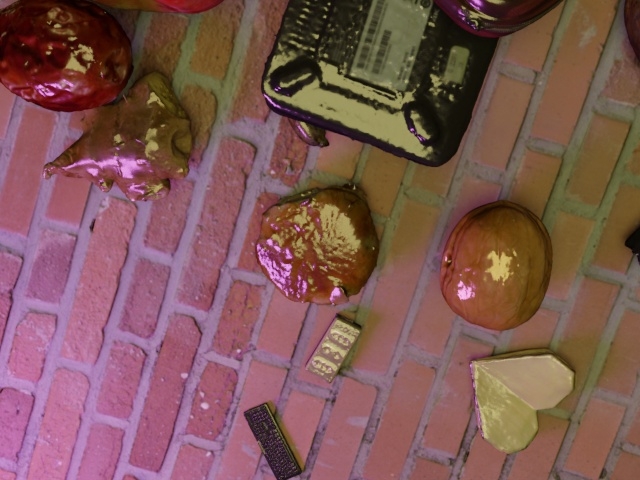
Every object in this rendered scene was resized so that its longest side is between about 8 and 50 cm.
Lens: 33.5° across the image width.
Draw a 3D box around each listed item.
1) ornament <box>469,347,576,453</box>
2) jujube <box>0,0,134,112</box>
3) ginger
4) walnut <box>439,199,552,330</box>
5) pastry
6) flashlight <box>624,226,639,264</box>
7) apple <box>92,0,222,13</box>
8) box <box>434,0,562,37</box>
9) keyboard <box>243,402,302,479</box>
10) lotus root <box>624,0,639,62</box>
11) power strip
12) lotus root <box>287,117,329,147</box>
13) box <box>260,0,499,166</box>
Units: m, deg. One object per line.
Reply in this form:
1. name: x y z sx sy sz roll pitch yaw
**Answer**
1. ornament: 0.342 0.267 1.913 0.180 0.059 0.201 38 99 -3
2. jujube: -0.437 -0.309 1.760 0.290 0.197 0.197 14 105 34
3. ginger: -0.347 -0.158 1.843 0.270 0.123 0.218 -26 90 18
4. walnut: 0.297 0.039 1.794 0.195 0.195 0.221 7 107 3
5. pastry: 0.000 0.000 1.858 0.218 0.100 0.229 37 107 0
6. flashlight: 0.691 -0.110 1.784 0.103 0.103 0.424 41 102 -4
7. apple: -0.269 -0.525 1.644 0.364 0.364 0.363 1 102 4
8. box: 0.216 -0.495 1.656 0.263 0.108 0.404 -37 78 -24
9. keyboard: -0.090 0.379 1.989 0.053 0.010 0.155 -25 99 10
10. lotus root: 0.596 -0.319 1.720 0.160 0.152 0.274 -29 97 19
11. power strip: 0.024 0.195 1.931 0.056 0.032 0.123 30 102 -3
12. lotus root: -0.022 -0.199 1.841 0.049 0.054 0.099 -36 97 0
13. box: 0.106 -0.330 1.727 0.350 0.091 0.359 19 89 0
